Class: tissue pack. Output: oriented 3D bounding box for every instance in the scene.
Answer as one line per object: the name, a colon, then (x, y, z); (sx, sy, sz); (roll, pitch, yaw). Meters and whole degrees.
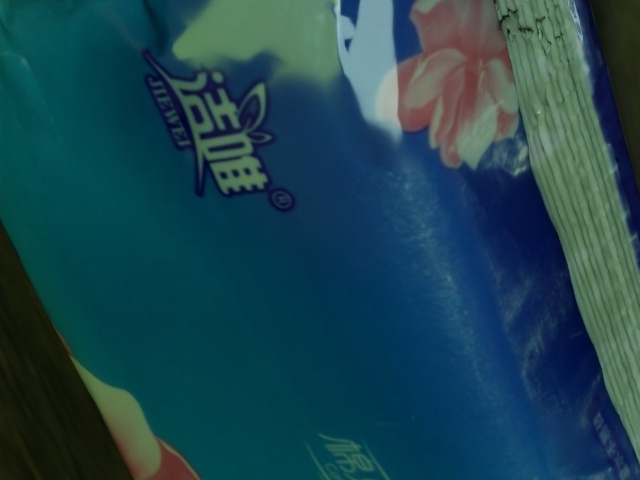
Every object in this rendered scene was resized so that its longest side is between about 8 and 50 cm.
tissue pack: (0.000, 0.000, 0.498); (0.209, 0.137, 0.270); (-2, 123, 31)
